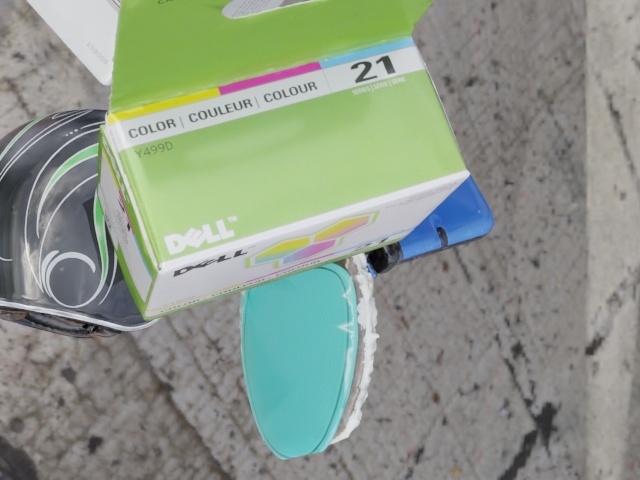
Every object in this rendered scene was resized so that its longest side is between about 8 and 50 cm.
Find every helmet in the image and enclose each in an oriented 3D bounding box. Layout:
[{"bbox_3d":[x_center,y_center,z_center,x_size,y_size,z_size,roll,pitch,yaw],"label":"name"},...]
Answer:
[{"bbox_3d":[-0.168,-0.016,0.714,0.169,0.169,0.161,23,72,-44],"label":"helmet"}]

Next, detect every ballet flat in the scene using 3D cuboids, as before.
[{"bbox_3d":[0.000,0.000,0.942,0.147,0.147,0.408,-11,100,-45],"label":"ballet flat"}]

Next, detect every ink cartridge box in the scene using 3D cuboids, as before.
[{"bbox_3d":[-0.015,-0.051,0.531,0.189,0.255,0.097,-17,80,-17],"label":"ink cartridge box"}]

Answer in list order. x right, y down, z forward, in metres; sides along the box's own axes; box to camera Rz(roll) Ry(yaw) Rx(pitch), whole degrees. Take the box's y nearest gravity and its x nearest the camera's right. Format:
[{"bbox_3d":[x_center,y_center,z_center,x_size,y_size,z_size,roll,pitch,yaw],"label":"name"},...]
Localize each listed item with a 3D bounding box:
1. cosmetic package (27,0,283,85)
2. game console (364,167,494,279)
[{"bbox_3d":[-0.233,-0.466,1.464,0.327,0.329,0.394,47,23,4],"label":"cosmetic package"},{"bbox_3d":[0.018,-0.071,1.190,0.250,0.173,0.293,-16,70,-33],"label":"game console"}]
